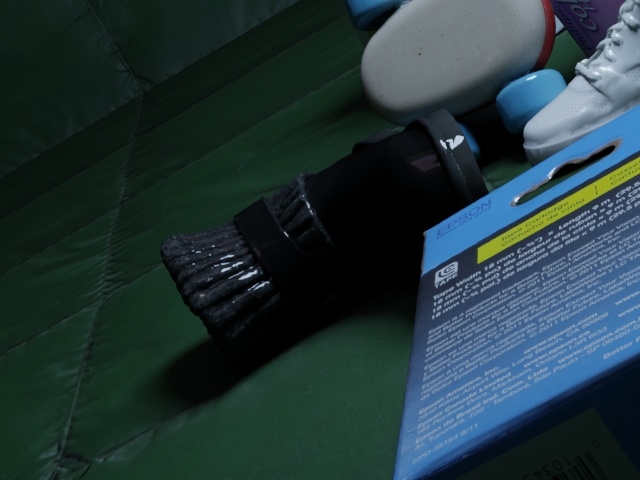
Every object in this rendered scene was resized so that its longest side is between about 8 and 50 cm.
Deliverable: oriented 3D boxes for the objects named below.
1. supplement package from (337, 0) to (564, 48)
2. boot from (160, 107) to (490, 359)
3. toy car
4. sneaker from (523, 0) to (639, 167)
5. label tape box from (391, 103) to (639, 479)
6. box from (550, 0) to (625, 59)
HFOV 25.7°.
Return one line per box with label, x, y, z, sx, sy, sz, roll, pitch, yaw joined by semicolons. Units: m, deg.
supplement package;0.150;-0.337;1.747;0.198;0.263;0.199;-39;18;-23
boot;0.002;0.004;1.242;0.260;0.131;0.348;-27;5;-11
toy car;0.177;-0.194;1.488;0.210;0.219;0.238;-28;-14;27
sneaker;0.286;-0.201;1.285;0.292;0.169;0.108;-32;18;2
label tape box;0.177;0.043;0.842;0.240;0.106;0.334;-31;16;19
box;0.330;-0.340;1.455;0.243;0.213;0.117;-49;22;-18
